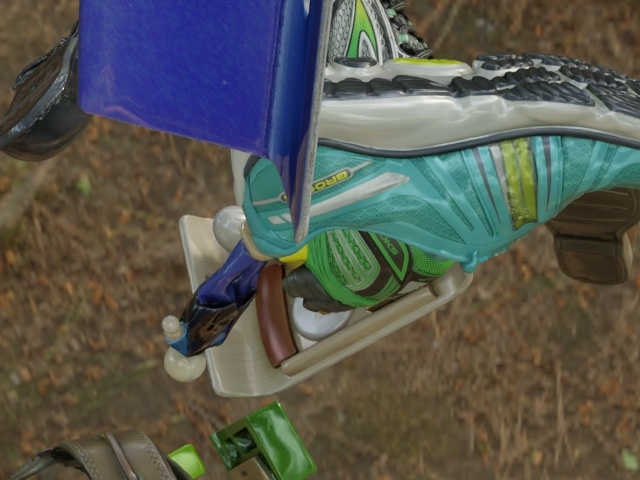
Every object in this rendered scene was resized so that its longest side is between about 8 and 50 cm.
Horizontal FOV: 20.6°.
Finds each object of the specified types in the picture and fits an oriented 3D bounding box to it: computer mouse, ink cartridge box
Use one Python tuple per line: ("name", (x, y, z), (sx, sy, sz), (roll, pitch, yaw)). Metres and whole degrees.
("computer mouse", (-0.290, -0.166, 2.004), (0.188, 0.072, 0.272), (-37, 21, 23))
("ink cartridge box", (-0.038, -0.153, 0.542), (0.065, 0.165, 0.332), (2, 31, -8))

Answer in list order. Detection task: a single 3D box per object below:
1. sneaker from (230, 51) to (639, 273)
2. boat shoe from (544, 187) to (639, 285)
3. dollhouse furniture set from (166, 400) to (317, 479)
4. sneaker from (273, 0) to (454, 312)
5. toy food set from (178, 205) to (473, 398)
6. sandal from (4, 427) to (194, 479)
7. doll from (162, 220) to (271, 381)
("sneaker", (0.089, -0.040, 0.941), (0.275, 0.110, 0.107), (-1, 21, -8))
("boat shoe", (0.285, -0.057, 1.836), (0.111, 0.307, 0.104), (10, 69, 8))
("dollhouse furniture set", (-0.072, 0.348, 1.828), (0.198, 0.151, 0.301), (-27, 84, -24))
("sneaker", (0.050, -0.122, 1.303), (0.146, 0.134, 0.343), (-9, 80, 36))
("toy food set", (0.000, 0.000, 1.774), (0.306, 0.092, 0.219), (-30, 56, 24))
("sandal", (-0.077, 0.143, 0.865), (0.303, 0.120, 0.086), (8, 62, 22))
("doll", (-0.088, 0.055, 1.514), (0.046, 0.189, 0.129), (46, 38, 14))
